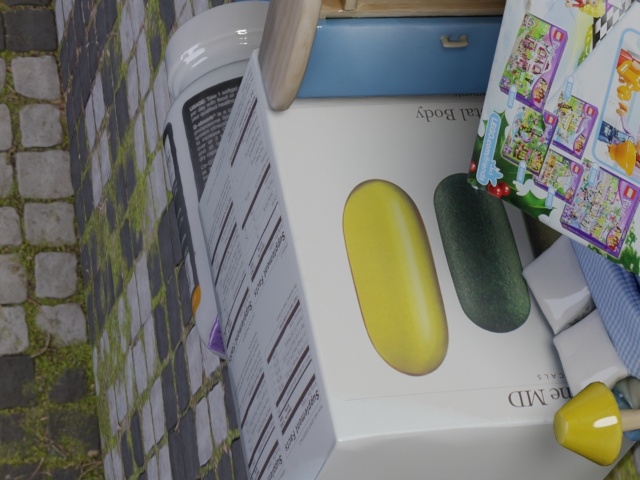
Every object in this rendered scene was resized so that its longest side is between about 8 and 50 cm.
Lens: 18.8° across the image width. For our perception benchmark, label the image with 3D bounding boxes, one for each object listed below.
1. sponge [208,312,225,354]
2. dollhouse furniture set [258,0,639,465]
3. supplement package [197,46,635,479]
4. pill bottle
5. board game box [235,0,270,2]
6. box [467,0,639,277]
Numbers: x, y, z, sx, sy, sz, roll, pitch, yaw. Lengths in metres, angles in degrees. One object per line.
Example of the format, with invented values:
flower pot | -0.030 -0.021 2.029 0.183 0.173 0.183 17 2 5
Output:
sponge | 0.000 0.000 1.442 0.031 0.117 0.210 -87 14 -76
dollhouse furniture set | 0.112 -0.073 0.995 0.286 0.198 0.303 105 155 -48
supplement package | 0.055 0.039 1.202 0.198 0.199 0.263 115 148 -57
pill bottle | -0.044 -0.049 1.596 0.162 0.162 0.278 113 150 -56
board game box | -0.030 -0.256 1.715 0.168 0.033 0.133 8 113 54
box | 0.181 -0.107 0.820 0.201 0.057 0.293 32 132 27
